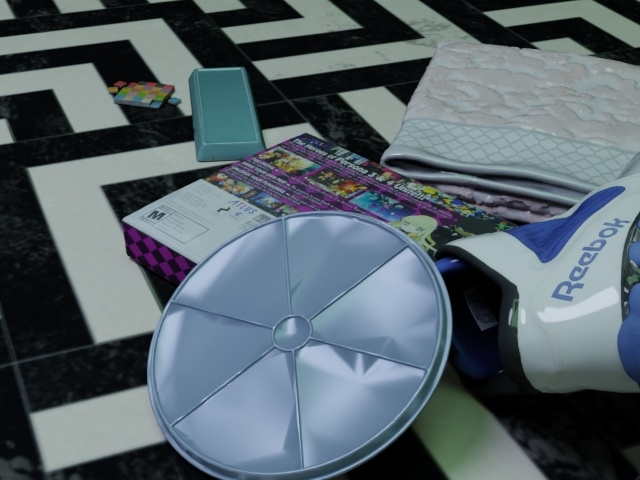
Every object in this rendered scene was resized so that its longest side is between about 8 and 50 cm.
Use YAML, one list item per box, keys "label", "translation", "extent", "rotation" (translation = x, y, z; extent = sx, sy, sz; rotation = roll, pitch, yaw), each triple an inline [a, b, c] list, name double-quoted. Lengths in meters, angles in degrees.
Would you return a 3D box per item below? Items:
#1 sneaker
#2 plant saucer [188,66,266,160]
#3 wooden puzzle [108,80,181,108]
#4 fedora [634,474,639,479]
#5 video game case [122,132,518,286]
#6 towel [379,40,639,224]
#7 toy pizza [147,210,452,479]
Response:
- label: "sneaker"
  translation: [0.171, 0.016, 0.698]
  extent: [0.182, 0.127, 0.315]
  rotation: [-8, 14, 21]
- label: "plant saucer"
  translation: [-0.095, -0.131, 1.039]
  extent: [0.067, 0.018, 0.192]
  rotation: [-3, 31, -8]
- label: "wooden puzzle"
  translation: [-0.183, -0.152, 1.076]
  extent: [0.083, 0.006, 0.049]
  rotation: [8, 33, 10]
- label: "fedora"
  translation: [0.295, 0.161, 0.467]
  extent: [0.334, 0.153, 0.334]
  rotation: [2, 32, -1]
- label: "video game case"
  translation: [0.000, 0.000, 0.810]
  extent: [0.232, 0.042, 0.210]
  rotation: [27, 41, 34]
- label: "towel"
  translation: [0.242, -0.103, 0.981]
  extent: [0.331, 0.053, 0.317]
  rotation: [11, 33, 13]
- label: "toy pizza"
  translation: [-0.014, 0.066, 0.663]
  extent: [0.201, 0.032, 0.201]
  rotation: [-10, 51, 13]
